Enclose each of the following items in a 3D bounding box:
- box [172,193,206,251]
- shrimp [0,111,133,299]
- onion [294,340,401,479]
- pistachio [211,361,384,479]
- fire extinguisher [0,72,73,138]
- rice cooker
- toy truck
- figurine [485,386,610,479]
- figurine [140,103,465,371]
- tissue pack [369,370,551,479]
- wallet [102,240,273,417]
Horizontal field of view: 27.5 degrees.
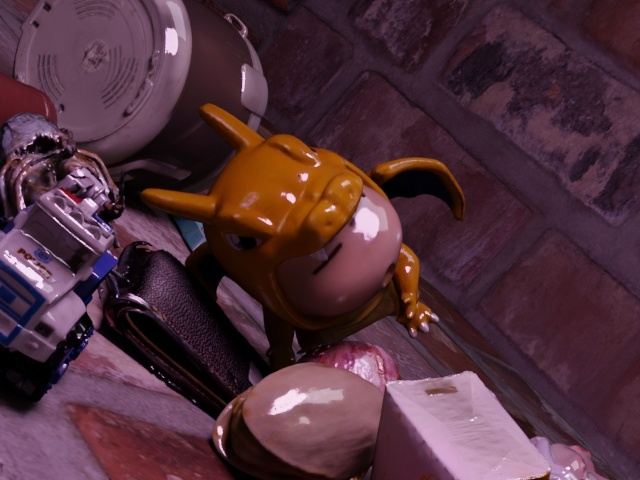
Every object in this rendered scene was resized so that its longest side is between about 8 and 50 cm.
[{"bbox_3d":[-0.175,-0.009,2.166,0.162,0.041,0.229,34,10,-34],"label":"box"},{"bbox_3d":[-0.320,-0.044,1.501,0.172,0.137,0.372,-6,24,-25],"label":"shrimp"},{"bbox_3d":[0.036,0.224,1.629,0.159,0.159,0.194,32,42,-45],"label":"onion"},{"bbox_3d":[-0.013,0.205,1.443,0.215,0.144,0.144,-6,41,-42],"label":"pistachio"},{"bbox_3d":[-0.441,-0.171,1.691,0.147,0.106,0.337,17,-3,26],"label":"fire extinguisher"},{"bbox_3d":[-0.273,-0.233,2.017,0.335,0.335,0.325,45,10,26],"label":"rice cooker"},{"bbox_3d":[-0.258,0.025,1.199,0.161,0.177,0.213,41,8,-5],"label":"toy truck"},{"bbox_3d":[0.273,0.350,1.733,0.361,0.211,0.253,40,14,10],"label":"figurine"},{"bbox_3d":[-0.032,0.018,1.702,0.387,0.401,0.268,52,31,-50],"label":"figurine"},{"bbox_3d":[0.138,0.285,1.392,0.124,0.225,0.185,-6,32,-21],"label":"tissue pack"},{"bbox_3d":[-0.146,0.123,1.567,0.262,0.071,0.221,46,6,-14],"label":"wallet"}]
